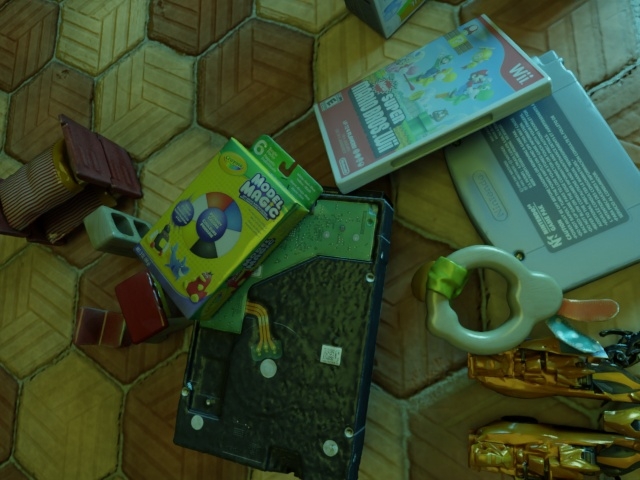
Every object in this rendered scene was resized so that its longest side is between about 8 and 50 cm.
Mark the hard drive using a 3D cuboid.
[{"bbox_3d":[-0.046,0.108,0.606,0.237,0.064,0.338,5,83,20],"label":"hard drive"}]

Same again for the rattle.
[{"bbox_3d":[0.222,0.079,0.584,0.200,0.142,0.130,1,69,1],"label":"rattle"}]

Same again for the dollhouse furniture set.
[{"bbox_3d":[-0.387,0.014,0.775,0.201,0.152,0.374,-30,71,11],"label":"dollhouse furniture set"}]

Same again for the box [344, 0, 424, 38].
[{"bbox_3d":[0.128,-0.431,0.711,0.203,0.114,0.103,-44,67,5],"label":"box"}]

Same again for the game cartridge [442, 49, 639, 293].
[{"bbox_3d":[0.282,-0.083,0.623,0.198,0.062,0.297,-27,72,16],"label":"game cartridge"}]

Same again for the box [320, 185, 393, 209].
[{"bbox_3d":[0.000,0.000,0.686,0.180,0.077,0.147,7,83,20],"label":"box"}]

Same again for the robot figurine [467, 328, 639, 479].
[{"bbox_3d":[0.316,0.200,0.534,0.291,0.085,0.211,-1,80,19],"label":"robot figurine"}]

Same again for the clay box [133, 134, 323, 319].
[{"bbox_3d":[-0.115,-0.024,0.592,0.222,0.053,0.127,-48,70,7],"label":"clay box"}]

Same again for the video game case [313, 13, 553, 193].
[{"bbox_3d":[0.134,-0.195,0.665,0.285,0.025,0.204,-25,46,12],"label":"video game case"}]
